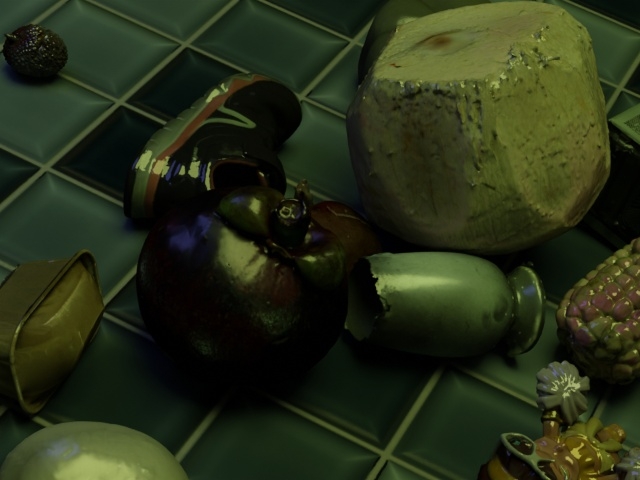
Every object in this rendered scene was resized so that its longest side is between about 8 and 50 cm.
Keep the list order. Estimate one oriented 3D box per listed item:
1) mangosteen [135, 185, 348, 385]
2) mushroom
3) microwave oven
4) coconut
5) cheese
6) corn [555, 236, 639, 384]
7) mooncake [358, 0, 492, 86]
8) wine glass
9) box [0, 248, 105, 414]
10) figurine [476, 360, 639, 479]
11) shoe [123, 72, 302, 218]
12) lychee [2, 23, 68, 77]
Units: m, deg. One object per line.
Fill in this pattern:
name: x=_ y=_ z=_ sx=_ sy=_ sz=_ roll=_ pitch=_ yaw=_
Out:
mangosteen: x=-0.078 y=0.035 z=1.683 sx=0.216 sy=0.216 sz=0.216 roll=10 pitch=39 yaw=-8
mushroom: x=0.001 y=-0.002 z=1.860 sx=0.135 sy=0.080 sz=0.170 roll=5 pitch=42 yaw=-29
microwave oven: x=0.418 y=-0.048 z=1.998 sx=0.208 sy=0.162 sz=0.122 roll=41 pitch=45 yaw=23
coconut: x=0.176 y=-0.111 z=1.885 sx=0.297 sy=0.255 sz=0.297 roll=-12 pitch=22 yaw=5
cheese: x=-0.188 y=0.246 z=1.424 sx=0.198 sy=0.154 sz=0.189 roll=6 pitch=75 yaw=-15
corn: x=0.394 y=0.019 z=1.825 sx=0.335 sy=0.126 sz=0.126 roll=-42 pitch=58 yaw=-6
mooncake: x=0.177 y=-0.213 z=2.139 sx=0.275 sy=0.135 sz=0.275 roll=7 pitch=38 yaw=-5
wine glass: x=0.132 y=0.067 z=1.793 sx=0.204 sy=0.111 sz=0.111 roll=5 pitch=39 yaw=-23
box: x=-0.266 y=0.084 z=1.644 sx=0.111 sy=0.111 sz=0.177 roll=21 pitch=39 yaw=7
figurine: x=0.243 y=0.220 z=1.645 sx=0.240 sy=0.116 sz=0.174 roll=-20 pitch=52 yaw=-44
shoe: x=-0.093 y=-0.093 z=1.907 sx=0.137 sy=0.114 sz=0.291 roll=27 pitch=42 yaw=21
lychee: x=-0.341 y=-0.227 z=2.022 sx=0.083 sy=0.068 sz=0.067 roll=29 pitch=28 yaw=-25
